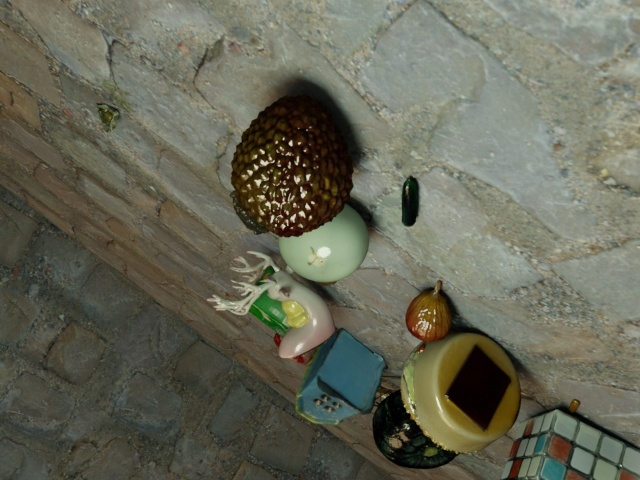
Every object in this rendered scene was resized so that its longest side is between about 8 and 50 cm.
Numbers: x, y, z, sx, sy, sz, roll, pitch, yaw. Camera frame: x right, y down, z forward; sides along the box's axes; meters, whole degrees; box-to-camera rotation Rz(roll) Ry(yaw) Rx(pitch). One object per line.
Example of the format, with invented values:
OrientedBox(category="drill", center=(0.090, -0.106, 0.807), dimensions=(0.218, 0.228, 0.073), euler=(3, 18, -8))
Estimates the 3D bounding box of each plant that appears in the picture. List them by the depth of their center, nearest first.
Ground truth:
OrientedBox(category="plant", center=(-0.128, -0.092, 1.421), dimensions=(0.142, 0.131, 0.203), euler=(42, 160, 8))

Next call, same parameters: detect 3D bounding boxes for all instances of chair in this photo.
OrientedBox(category="chair", center=(0.164, 0.546, 2.259), dimensions=(0.325, 0.170, 0.160), euler=(5, 145, 38))

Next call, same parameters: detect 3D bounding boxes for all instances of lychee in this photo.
OrientedBox(category="lychee", center=(-0.050, -0.132, 1.133), dimensions=(0.236, 0.236, 0.271), euler=(24, 138, 23))

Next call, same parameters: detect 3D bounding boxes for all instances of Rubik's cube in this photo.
OrientedBox(category="Rubik's cube", center=(0.638, 0.620, 1.604), dimensions=(0.259, 0.253, 0.256), euler=(25, 157, 5))

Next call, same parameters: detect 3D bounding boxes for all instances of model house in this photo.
OrientedBox(category="model house", center=(0.040, 0.483, 2.107), dimensions=(0.215, 0.237, 0.303), euler=(37, 140, -10))

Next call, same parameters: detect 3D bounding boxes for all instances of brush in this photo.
OrientedBox(category="brush", center=(0.639, 0.439, 1.582), dimensions=(0.043, 0.014, 0.170), euler=(22, 153, 23))

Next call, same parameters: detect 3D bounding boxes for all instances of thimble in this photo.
OrientedBox(category="thimble", center=(-0.077, 0.355, 2.240), dimensions=(0.163, 0.125, 0.189), euler=(33, 157, 11))

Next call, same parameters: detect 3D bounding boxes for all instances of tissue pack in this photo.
OrientedBox(category="tissue pack", center=(-0.140, 0.211, 2.012), dimensions=(0.209, 0.148, 0.156), euler=(36, 155, -5))

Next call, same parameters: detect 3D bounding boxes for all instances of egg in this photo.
OrientedBox(category="egg", center=(0.000, 0.000, 1.370), dimensions=(0.183, 0.183, 0.264), euler=(44, 161, -21))

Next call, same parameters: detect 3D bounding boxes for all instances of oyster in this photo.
OrientedBox(category="oyster", center=(-0.582, -0.342, 1.694), dimensions=(0.100, 0.037, 0.098), euler=(48, 143, 21))

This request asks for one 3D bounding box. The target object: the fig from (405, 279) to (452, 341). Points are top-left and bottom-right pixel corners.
OrientedBox(category="fig", center=(0.249, 0.171, 1.455), dimensions=(0.119, 0.119, 0.153), euler=(20, 152, 31))

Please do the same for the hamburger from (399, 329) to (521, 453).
OrientedBox(category="hamburger", center=(0.339, 0.360, 1.501), dimensions=(0.302, 0.302, 0.170), euler=(38, 149, -7))

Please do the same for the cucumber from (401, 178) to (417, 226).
OrientedBox(category="cucumber", center=(0.171, -0.074, 1.190), dimensions=(0.032, 0.032, 0.133), euler=(26, 154, 20))

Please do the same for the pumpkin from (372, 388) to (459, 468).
OrientedBox(category="pumpkin", center=(0.316, 0.591, 2.003), dimensions=(0.315, 0.238, 0.315), euler=(-5, 136, -5))

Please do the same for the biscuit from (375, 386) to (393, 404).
OrientedBox(category="biscuit", center=(0.273, 0.640, 2.423), dimensions=(0.208, 0.049, 0.181), euler=(30, 156, 6))

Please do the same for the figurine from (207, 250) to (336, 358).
OrientedBox(category="figurine", center=(-0.144, 0.185, 1.811), dimensions=(0.284, 0.206, 0.316), euler=(-13, 112, 26))

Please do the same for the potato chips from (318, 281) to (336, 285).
OrientedBox(category="potato chips", center=(-0.032, 0.054, 1.687), dimensions=(0.202, 0.049, 0.150), euler=(47, 158, -25))
